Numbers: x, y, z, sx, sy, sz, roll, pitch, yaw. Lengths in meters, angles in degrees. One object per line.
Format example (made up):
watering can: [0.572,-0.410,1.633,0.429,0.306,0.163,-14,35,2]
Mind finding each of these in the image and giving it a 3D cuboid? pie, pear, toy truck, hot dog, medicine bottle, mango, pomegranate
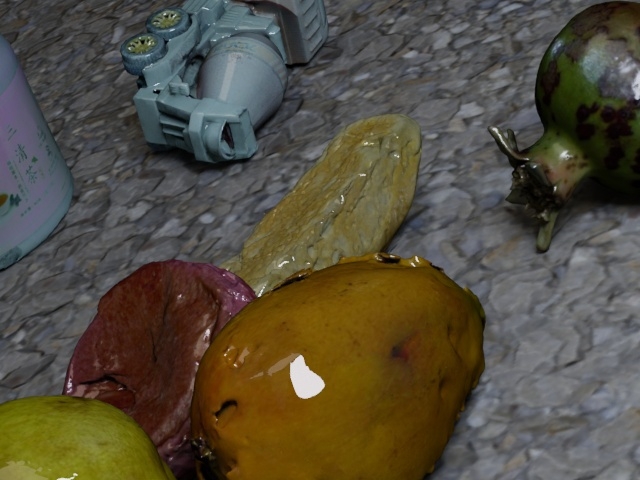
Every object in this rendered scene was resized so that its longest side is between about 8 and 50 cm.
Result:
pie: [-0.111,0.094,1.172,0.182,0.049,0.182,-25,49,31]
pear: [-0.153,0.183,0.983,0.200,0.200,0.200,-18,30,11]
toy truck: [-0.078,-0.168,1.587,0.140,0.108,0.257,11,45,27]
hot dog: [0.000,0.000,1.279,0.084,0.073,0.242,1,40,43]
medicine bottle: [-0.385,-0.120,1.532,0.245,0.290,0.245,-18,29,10]
mango: [0.021,0.089,1.064,0.151,0.156,0.248,-35,-3,37]
pomegranate: [0.201,-0.092,1.222,0.169,0.148,0.148,-23,29,-1]
